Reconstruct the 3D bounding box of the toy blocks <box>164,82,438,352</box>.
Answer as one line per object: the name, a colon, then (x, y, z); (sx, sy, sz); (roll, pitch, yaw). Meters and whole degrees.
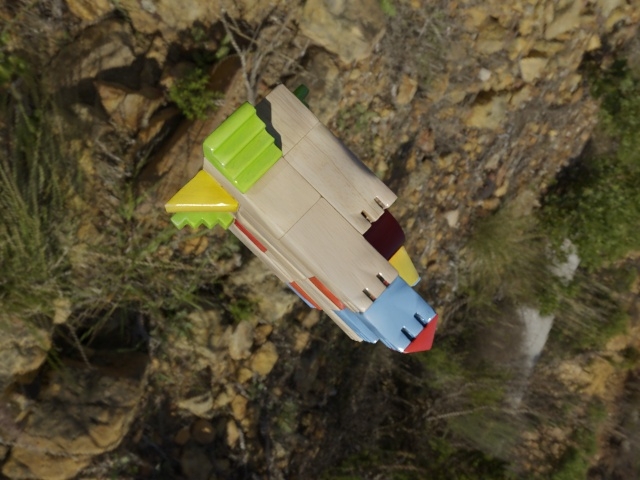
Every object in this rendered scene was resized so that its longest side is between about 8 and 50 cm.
toy blocks: (0.000, 0.000, 0.671); (0.191, 0.261, 0.381); (-46, -176, -11)
